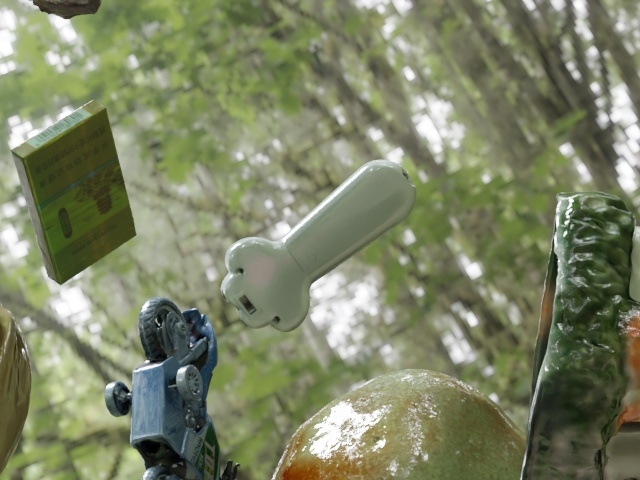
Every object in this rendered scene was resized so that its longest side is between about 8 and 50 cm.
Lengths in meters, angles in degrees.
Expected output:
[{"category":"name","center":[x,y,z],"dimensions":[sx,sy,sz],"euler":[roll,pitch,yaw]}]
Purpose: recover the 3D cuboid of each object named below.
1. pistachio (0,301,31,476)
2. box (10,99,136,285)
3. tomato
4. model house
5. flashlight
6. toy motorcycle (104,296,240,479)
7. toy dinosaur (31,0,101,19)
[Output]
[{"category":"pistachio","center":[-0.245,0.103,0.977],"dimensions":[0.144,0.215,0.144],"euler":[10,-45,10]},{"category":"box","center":[-0.284,-0.054,1.929],"dimensions":[0.121,0.030,0.193],"euler":[-35,-43,-29]},{"category":"tomato","center":[0.100,0.273,1.577],"dimensions":[0.303,0.303,0.239],"euler":[0,-29,-38]},{"category":"model house","center":[0.284,0.112,1.135],"dimensions":[0.301,0.190,0.271],"euler":[2,-40,3]},{"category":"flashlight","center":[0.000,0.000,1.477],"dimensions":[0.200,0.093,0.047],"euler":[-39,12,-10]},{"category":"toy motorcycle","center":[-0.135,0.175,1.602],"dimensions":[0.092,0.254,0.135],"euler":[-16,-32,22]},{"category":"toy dinosaur","center":[-0.343,-0.232,1.545],"dimensions":[0.251,0.200,0.072],"euler":[-20,-26,-16]}]
